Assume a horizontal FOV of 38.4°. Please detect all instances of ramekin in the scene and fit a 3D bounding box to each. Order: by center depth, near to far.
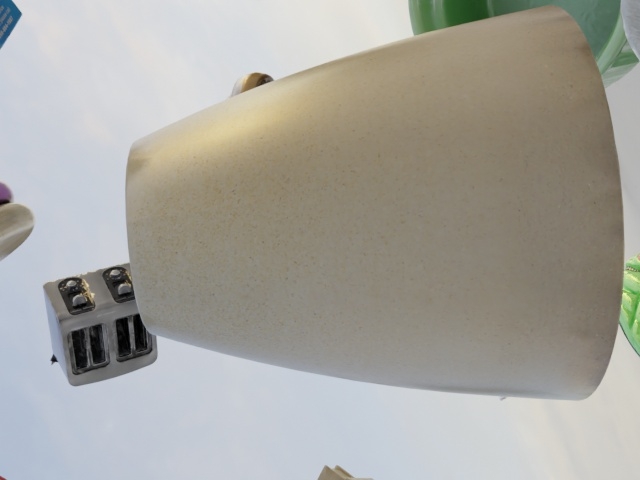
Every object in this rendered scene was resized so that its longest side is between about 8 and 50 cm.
[{"bbox_3d":[0.268,-0.305,1.109,0.148,0.303,0.304,-14,-99,-45],"label":"ramekin"}]

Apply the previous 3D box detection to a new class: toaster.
[{"bbox_3d":[-0.375,0.147,1.567,0.110,0.168,0.186,47,143,48],"label":"toaster"}]

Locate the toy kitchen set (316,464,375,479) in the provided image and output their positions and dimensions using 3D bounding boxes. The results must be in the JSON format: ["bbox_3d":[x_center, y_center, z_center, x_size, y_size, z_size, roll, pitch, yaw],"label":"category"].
[{"bbox_3d":[0.036,0.316,1.079,0.083,0.075,0.068,29,-177,32],"label":"toy kitchen set"}]

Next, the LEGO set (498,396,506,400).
[{"bbox_3d":[0.386,0.163,1.572,0.060,0.244,0.182,55,-172,-8],"label":"LEGO set"}]

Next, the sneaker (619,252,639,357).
[{"bbox_3d":[0.604,0.213,1.310,0.483,0.185,0.202,47,171,18],"label":"sneaker"}]

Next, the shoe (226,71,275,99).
[{"bbox_3d":[-0.068,-0.106,0.926,0.219,0.058,0.077,70,-157,-75],"label":"shoe"}]

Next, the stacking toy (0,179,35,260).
[{"bbox_3d":[-0.464,-0.113,1.015,0.330,0.141,0.141,54,-161,0],"label":"stacking toy"}]

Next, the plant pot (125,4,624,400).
[{"bbox_3d":[0.020,-0.012,0.602,0.256,0.273,0.257,175,90,-88],"label":"plant pot"}]

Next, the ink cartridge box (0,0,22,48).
[{"bbox_3d":[-0.388,-0.194,0.700,0.233,0.168,0.171,56,-154,-34],"label":"ink cartridge box"}]

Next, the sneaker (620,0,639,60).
[{"bbox_3d":[0.342,-0.181,0.612,0.130,0.236,0.322,40,-175,42],"label":"sneaker"}]

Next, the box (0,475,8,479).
[{"bbox_3d":[-0.409,0.356,0.923,0.128,0.122,0.257,37,-134,-16],"label":"box"}]
